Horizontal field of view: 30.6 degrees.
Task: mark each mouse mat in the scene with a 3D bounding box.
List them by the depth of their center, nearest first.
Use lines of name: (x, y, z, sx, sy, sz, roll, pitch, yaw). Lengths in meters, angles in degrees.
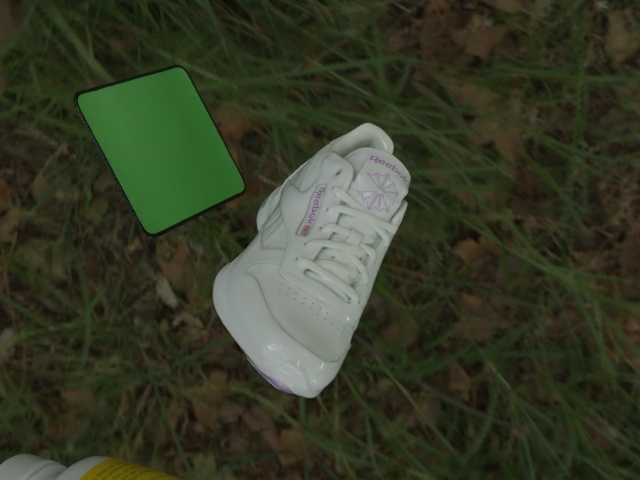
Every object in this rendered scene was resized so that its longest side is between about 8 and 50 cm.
mouse mat: (-0.151, -0.091, 1.140, 0.007, 0.190, 0.152, -26, 93, 33)

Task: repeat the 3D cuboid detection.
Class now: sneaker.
sneaker: (0.000, 0.000, 0.964, 0.114, 0.305, 0.152, 35, 120, -16)

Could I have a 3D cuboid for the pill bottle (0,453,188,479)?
pill bottle: (-0.068, 0.116, 0.426, 0.116, 0.065, 0.065, 12, 110, 21)
